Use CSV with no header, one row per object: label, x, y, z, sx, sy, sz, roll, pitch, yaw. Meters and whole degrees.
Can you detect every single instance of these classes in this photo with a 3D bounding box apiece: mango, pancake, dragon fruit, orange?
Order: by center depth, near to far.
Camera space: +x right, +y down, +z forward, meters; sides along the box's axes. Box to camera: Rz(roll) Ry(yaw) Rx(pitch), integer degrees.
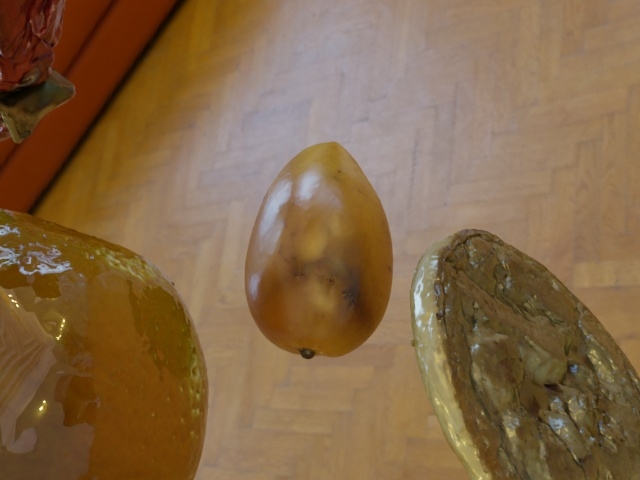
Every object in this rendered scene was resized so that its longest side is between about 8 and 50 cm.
pancake,0.094,0.063,0.385,0.028,0.158,0.158,-42,50,36
orange,-0.252,0.101,0.622,0.335,0.196,0.262,13,71,9
mango,0.000,0.000,0.716,0.219,0.113,0.144,-86,10,-52
dragon fruit,-0.315,-0.209,0.860,0.317,0.152,0.205,8,123,41
